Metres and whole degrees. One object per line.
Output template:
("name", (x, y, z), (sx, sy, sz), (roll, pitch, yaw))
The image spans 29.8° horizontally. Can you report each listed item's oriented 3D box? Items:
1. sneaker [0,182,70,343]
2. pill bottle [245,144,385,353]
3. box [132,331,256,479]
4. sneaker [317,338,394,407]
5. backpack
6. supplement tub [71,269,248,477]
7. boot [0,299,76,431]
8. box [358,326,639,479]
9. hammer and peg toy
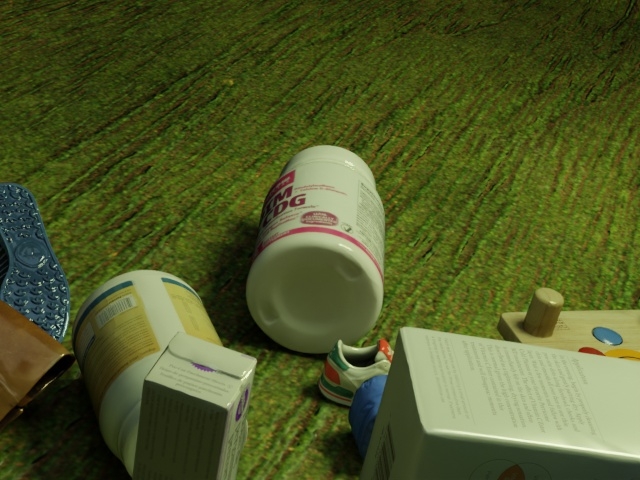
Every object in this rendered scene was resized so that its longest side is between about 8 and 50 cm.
("sneaker", (-0.340, 0.048, 1.362), (0.081, 0.090, 0.232), (-1, 54, -26))
("pill bottle", (0.000, 0.000, 1.494), (0.160, 0.160, 0.283), (12, 29, -3))
("box", (-0.107, 0.219, 0.902), (0.067, 0.324, 0.063), (17, 33, 10))
("sneaker", (0.081, 0.153, 1.347), (0.161, 0.075, 0.057), (12, 29, -2))
("backpack", (0.095, 0.192, 1.266), (0.120, 0.098, 0.101), (5, 34, -16))
("supplement tub", (-0.161, 0.138, 1.202), (0.144, 0.144, 0.200), (-1, 32, -24))
("boot", (-0.429, 0.116, 1.188), (0.280, 0.096, 0.264), (44, 61, 12))
("box", (0.224, 0.233, 1.126), (0.345, 0.215, 0.168), (10, 27, -9))
("hammer and peg toy", (0.317, 0.157, 1.388), (0.361, 0.127, 0.266), (1, 32, -22))
